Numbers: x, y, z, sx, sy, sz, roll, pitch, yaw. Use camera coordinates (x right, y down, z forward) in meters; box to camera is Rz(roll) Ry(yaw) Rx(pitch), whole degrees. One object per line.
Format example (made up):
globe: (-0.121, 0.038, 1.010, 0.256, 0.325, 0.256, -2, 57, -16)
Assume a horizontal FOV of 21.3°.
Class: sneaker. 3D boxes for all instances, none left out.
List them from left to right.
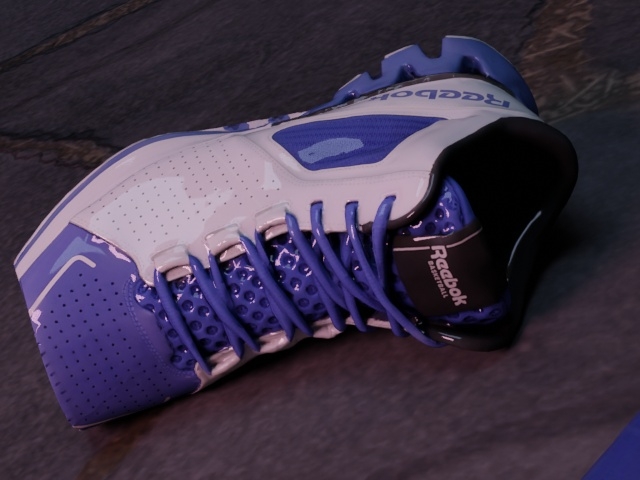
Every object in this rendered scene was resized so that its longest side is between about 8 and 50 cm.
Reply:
sneaker: (0.001, 0.000, 0.877, 0.315, 0.127, 0.182, -27, 23, -9)

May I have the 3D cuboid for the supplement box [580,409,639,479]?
supplement box: (0.258, 0.109, 0.364, 0.356, 0.195, 0.194, 6, 39, 48)
